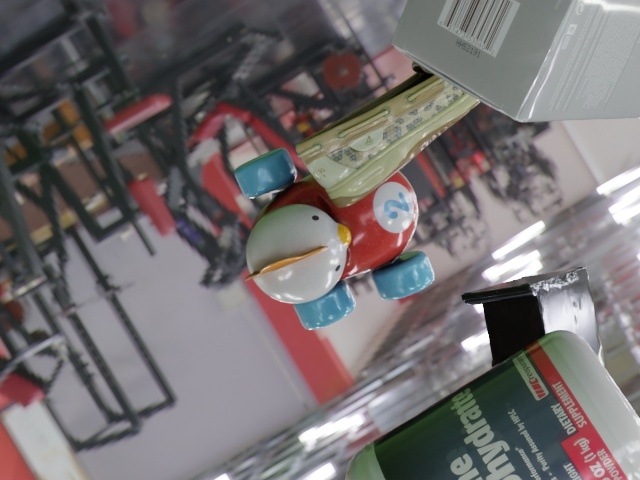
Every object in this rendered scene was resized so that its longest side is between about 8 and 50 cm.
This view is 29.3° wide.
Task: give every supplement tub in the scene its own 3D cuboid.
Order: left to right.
[{"bbox_3d":[0.143,0.217,1.012,0.272,0.191,0.191,-33,180,5],"label":"supplement tub"}]

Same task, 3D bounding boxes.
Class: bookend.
[{"bbox_3d":[0.215,0.114,1.192,0.072,0.157,0.156,-12,180,32],"label":"bookend"}]

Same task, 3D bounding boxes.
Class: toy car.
[{"bbox_3d":[0.000,0.000,1.402,0.210,0.219,0.238,-21,-171,16],"label":"toy car"}]

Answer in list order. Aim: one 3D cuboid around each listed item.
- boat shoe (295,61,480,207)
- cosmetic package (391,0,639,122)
[{"bbox_3d":[0.103,-0.156,1.325,0.285,0.089,0.104,-42,-171,-8],"label":"boat shoe"},{"bbox_3d":[0.179,-0.155,0.883,0.238,0.127,0.107,-3,122,-49],"label":"cosmetic package"}]
